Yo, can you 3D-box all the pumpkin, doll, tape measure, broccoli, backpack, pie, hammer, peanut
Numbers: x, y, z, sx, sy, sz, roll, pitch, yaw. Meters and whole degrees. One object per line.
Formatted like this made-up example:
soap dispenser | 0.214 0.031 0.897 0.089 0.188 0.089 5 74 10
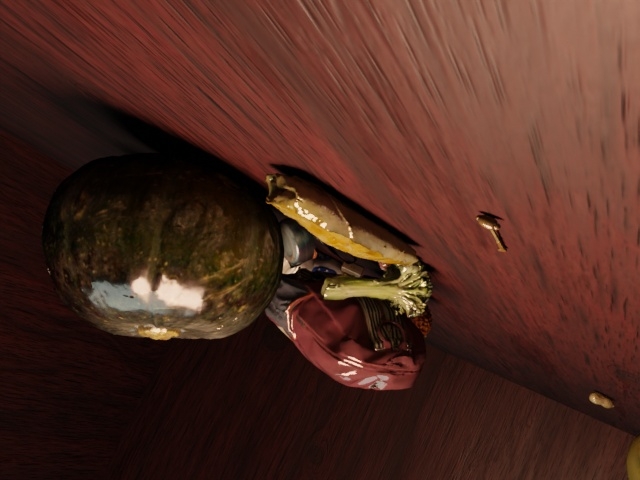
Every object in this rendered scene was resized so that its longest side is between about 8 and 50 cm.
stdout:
pumpkin | -0.287 0.012 1.199 0.453 0.344 0.454 6 165 2
doll | -0.030 0.067 1.637 0.293 0.119 0.138 27 -145 -42
tape measure | 0.000 -0.004 1.316 0.179 0.104 0.107 -3 166 -21
broccoli | 0.101 0.082 1.152 0.203 0.118 0.122 1 -175 -18
backpack | 0.065 0.174 1.271 0.283 0.197 0.317 12 -168 -31
pie | 0.036 -0.020 0.993 0.282 0.069 0.128 26 174 -34
hammer | 0.205 -0.005 0.746 0.029 0.014 0.123 31 179 29
peanut | 0.810 0.460 1.832 0.083 0.037 0.037 29 172 -12

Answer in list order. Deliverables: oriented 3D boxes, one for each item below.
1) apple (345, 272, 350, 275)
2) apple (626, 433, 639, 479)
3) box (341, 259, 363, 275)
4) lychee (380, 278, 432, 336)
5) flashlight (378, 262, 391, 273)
apple | 0.038 0.172 1.872 0.188 0.174 0.188 23 174 2
apple | 0.923 0.600 1.635 0.262 0.263 0.262 25 172 4
box | 0.081 0.073 1.621 0.053 0.024 0.083 25 171 3
lychee | 0.166 0.181 1.519 0.194 0.195 0.194 25 172 4
flashlight | 0.136 0.054 1.283 0.052 0.031 0.110 22 172 26
